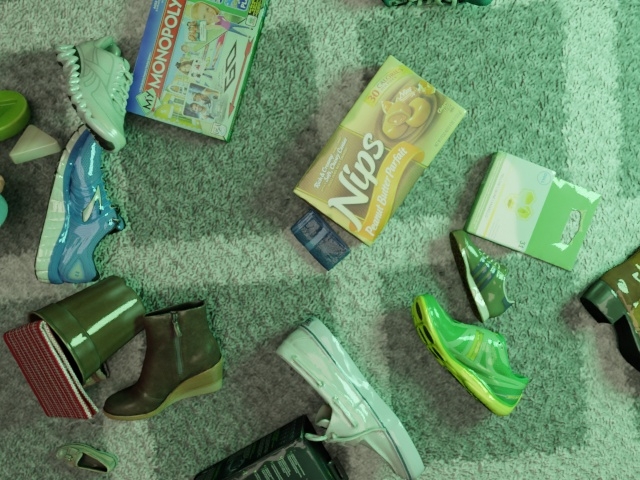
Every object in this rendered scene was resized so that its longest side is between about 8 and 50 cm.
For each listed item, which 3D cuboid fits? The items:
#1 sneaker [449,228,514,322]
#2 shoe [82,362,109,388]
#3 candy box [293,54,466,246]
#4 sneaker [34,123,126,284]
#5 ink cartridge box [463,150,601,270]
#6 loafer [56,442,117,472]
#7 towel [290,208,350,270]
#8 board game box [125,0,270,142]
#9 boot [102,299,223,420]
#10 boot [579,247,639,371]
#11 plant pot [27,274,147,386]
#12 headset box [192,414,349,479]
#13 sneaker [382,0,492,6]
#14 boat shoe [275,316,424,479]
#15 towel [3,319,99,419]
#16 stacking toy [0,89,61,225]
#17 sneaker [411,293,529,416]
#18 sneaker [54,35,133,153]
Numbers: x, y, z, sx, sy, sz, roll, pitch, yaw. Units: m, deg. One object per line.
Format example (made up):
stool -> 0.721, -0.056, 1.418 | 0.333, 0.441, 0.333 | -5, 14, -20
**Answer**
sneaker -> 0.323, 0.060, 1.206 | 0.086, 0.064, 0.192 | -20, 95, -3
shoe -> -0.491, 0.213, 1.233 | 0.081, 0.063, 0.178 | -18, 99, 1
candy box -> 0.110, -0.168, 1.178 | 0.183, 0.087, 0.316 | 35, 94, -2
sneaker -> -0.452, -0.073, 1.195 | 0.147, 0.129, 0.330 | 12, 88, -23
ink cartridge box -> 0.421, -0.055, 1.199 | 0.235, 0.056, 0.171 | 21, 93, 2
loafer -> -0.484, 0.450, 1.258 | 0.125, 0.039, 0.045 | 13, 95, 0
towel -> 0.000, 0.000, 1.222 | 0.067, 0.029, 0.119 | -43, 92, 4
board game box -> -0.238, -0.375, 1.194 | 0.213, 0.046, 0.317 | 16, 94, 0
boot -> -0.320, 0.230, 1.190 | 0.248, 0.090, 0.207 | -15, 115, -12
boot -> 0.693, 0.116, 1.204 | 0.280, 0.096, 0.264 | -40, 85, -4
plant pot -> -0.430, 0.160, 1.159 | 0.165, 0.167, 0.167 | -37, 93, -38
headset box -> -0.078, 0.522, 1.208 | 0.283, 0.131, 0.246 | -30, 92, 3
sneaker -> 0.179, -0.485, 1.153 | 0.302, 0.108, 0.121 | 23, 95, 8
boat shoe -> 0.038, 0.336, 1.174 | 0.156, 0.136, 0.367 | -37, 90, -14
towel -> -0.513, 0.246, 1.150 | 0.031, 0.274, 0.199 | -32, 100, -39
stacking toy -> -0.643, -0.135, 1.162 | 0.279, 0.130, 0.309 | -35, 57, -22
sneaker -> 0.291, 0.208, 1.203 | 0.123, 0.109, 0.295 | -43, 97, -8
sneaker -> -0.399, -0.281, 1.124 | 0.118, 0.110, 0.292 | -24, 58, -8
